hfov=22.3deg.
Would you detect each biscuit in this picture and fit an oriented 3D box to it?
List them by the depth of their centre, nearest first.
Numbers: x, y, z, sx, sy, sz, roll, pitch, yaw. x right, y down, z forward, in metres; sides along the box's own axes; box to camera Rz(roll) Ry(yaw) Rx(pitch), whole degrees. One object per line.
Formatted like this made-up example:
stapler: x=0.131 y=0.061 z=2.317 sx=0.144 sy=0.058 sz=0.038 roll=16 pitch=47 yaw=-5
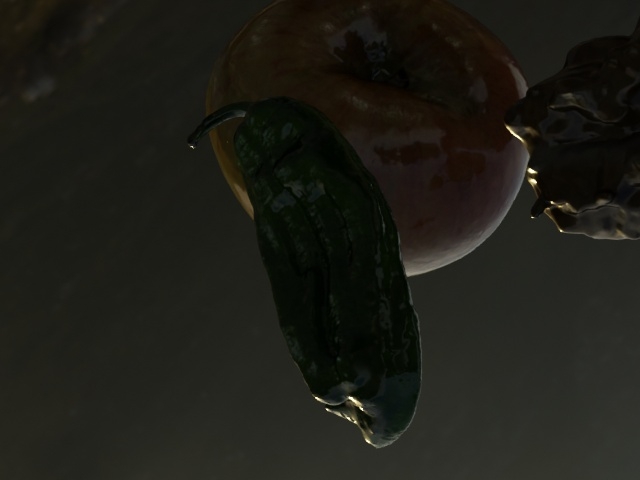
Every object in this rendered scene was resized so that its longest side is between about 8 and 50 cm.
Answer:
biscuit: x=0.282 y=-0.076 z=0.850 sx=0.268 sy=0.115 sz=0.366 roll=-28 pitch=-161 yaw=-18

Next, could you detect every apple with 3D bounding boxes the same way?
apple: x=0.039 y=-0.085 z=1.278 sx=0.261 sy=0.261 sz=0.194 roll=-38 pitch=158 yaw=-29

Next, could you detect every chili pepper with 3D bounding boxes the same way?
chili pepper: x=0.000 y=0.004 z=0.987 sx=0.100 sy=0.257 sz=0.074 roll=-37 pitch=141 yaw=24
